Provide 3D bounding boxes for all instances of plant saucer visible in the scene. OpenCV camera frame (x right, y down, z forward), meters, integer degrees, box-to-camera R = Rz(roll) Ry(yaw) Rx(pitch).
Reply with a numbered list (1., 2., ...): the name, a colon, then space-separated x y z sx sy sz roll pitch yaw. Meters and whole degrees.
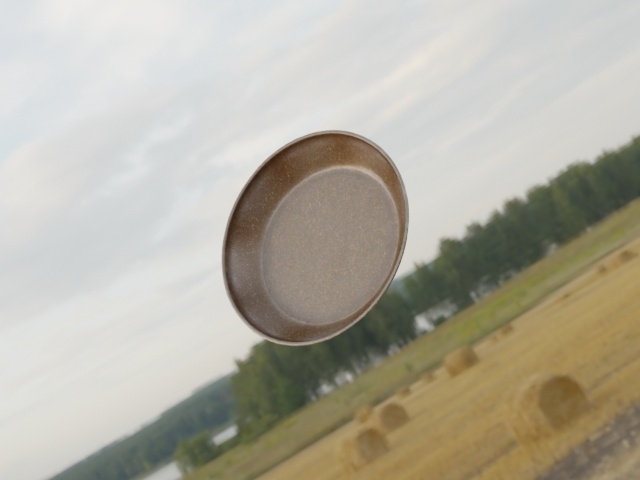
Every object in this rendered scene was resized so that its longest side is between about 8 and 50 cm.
1. plant saucer: 0.000 0.000 1.072 0.198 0.199 0.036 -33 -32 22
